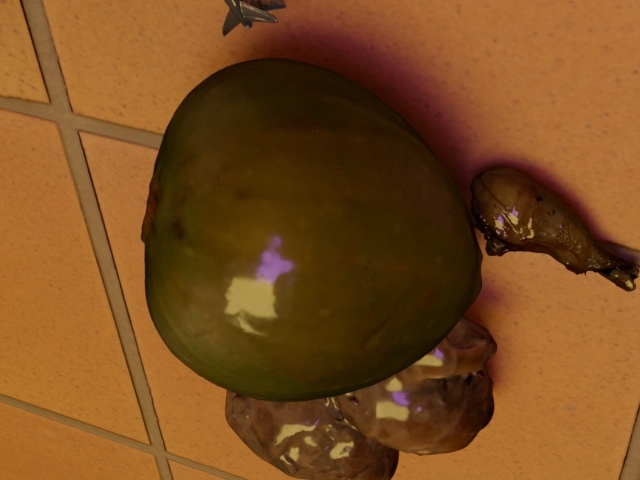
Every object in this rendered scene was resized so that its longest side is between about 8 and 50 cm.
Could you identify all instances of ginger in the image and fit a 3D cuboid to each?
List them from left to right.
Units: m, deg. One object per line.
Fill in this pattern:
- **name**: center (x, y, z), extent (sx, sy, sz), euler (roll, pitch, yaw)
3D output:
- **ginger**: center (0.059, 0.170, 1.162), extent (0.256, 0.176, 0.375), euler (26, 142, -24)

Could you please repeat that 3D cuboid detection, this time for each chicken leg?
- **chicken leg**: center (0.209, -0.002, 0.969), extent (0.178, 0.070, 0.093), euler (26, 147, -10)

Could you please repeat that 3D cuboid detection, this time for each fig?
- **fig**: center (0.000, 0.000, 0.940), extent (0.316, 0.316, 0.316), euler (17, 139, 15)

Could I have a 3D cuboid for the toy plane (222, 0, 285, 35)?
- **toy plane**: center (-0.107, -0.268, 0.876), extent (0.226, 0.058, 0.226), euler (2, 136, 52)
